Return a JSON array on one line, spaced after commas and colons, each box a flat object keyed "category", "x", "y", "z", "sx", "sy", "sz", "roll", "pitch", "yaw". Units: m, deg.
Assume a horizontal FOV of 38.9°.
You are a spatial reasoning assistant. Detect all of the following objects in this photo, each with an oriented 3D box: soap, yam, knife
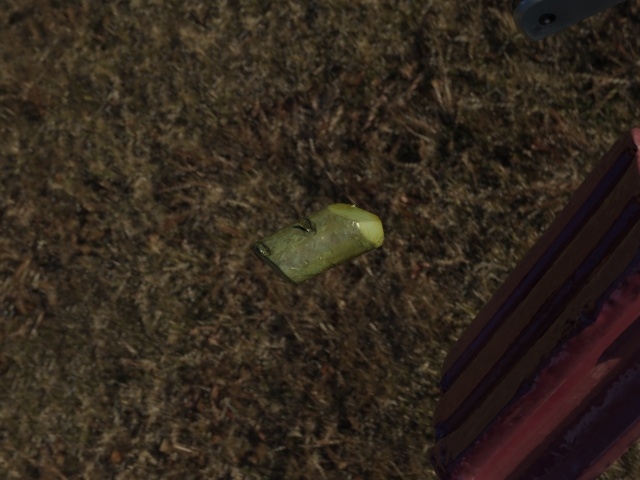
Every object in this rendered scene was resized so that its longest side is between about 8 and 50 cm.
[{"category": "soap", "x": 0.242, "y": 0.092, "z": 0.866, "sx": 0.359, "sy": 0.128, "sz": 0.233, "roll": -59, "pitch": 5, "yaw": 33}, {"category": "yam", "x": 0.000, "y": 0.000, "z": 1.000, "sx": 0.147, "sy": 0.069, "sz": 0.069, "roll": -26, "pitch": 55, "yaw": -11}, {"category": "knife", "x": 0.284, "y": -0.250, "z": 0.772, "sx": 0.266, "sy": 0.073, "sz": 0.040, "roll": -24, "pitch": 60, "yaw": 32}]
